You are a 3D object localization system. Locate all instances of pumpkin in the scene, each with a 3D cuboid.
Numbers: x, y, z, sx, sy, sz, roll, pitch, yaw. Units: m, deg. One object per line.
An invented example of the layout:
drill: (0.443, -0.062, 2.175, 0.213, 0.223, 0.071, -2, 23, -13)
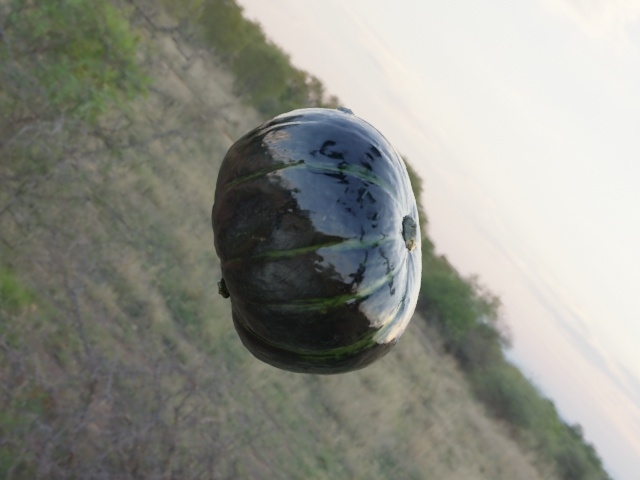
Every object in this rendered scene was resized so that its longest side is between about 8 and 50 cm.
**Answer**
pumpkin: (0.000, 0.000, 1.146, 0.323, 0.241, 0.323, -2, 90, -81)
